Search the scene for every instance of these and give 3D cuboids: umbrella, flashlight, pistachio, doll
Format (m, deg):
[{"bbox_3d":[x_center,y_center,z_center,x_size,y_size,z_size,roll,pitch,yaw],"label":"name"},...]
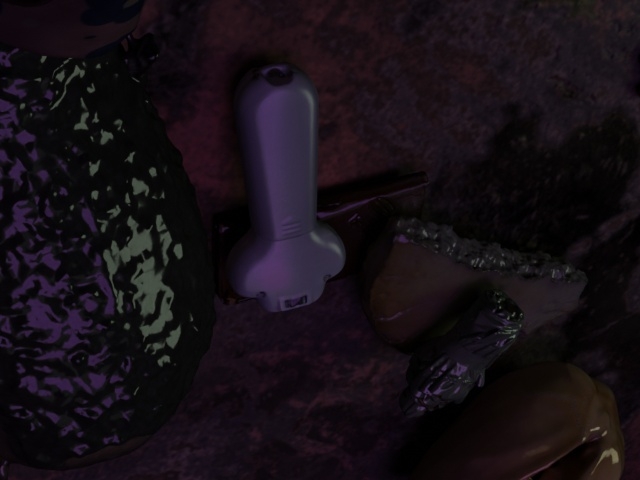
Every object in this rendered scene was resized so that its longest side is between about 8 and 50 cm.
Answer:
[{"bbox_3d":[0.116,0.100,1.267,0.143,0.062,0.067,-48,175,26],"label":"umbrella"},{"bbox_3d":[-0.031,-0.040,1.111,0.093,0.047,0.200,-14,123,-17],"label":"flashlight"},{"bbox_3d":[0.182,0.211,1.424,0.229,0.157,0.157,-38,138,15],"label":"pistachio"},{"bbox_3d":[-0.197,-0.024,0.924,0.247,0.247,0.349,-18,127,-15],"label":"doll"}]

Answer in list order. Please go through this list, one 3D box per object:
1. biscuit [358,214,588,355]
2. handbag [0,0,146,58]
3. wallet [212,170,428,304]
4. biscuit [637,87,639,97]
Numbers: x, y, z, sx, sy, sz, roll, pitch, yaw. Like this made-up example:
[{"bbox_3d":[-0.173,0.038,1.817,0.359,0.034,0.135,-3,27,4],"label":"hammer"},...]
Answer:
[{"bbox_3d":[0.120,0.054,1.292,0.290,0.038,0.141,13,130,-45],"label":"biscuit"},{"bbox_3d":[-0.161,-0.216,0.708,0.251,0.193,0.190,25,73,-18],"label":"handbag"},{"bbox_3d":[0.000,0.000,1.198,0.176,0.026,0.095,-13,137,-19],"label":"wallet"},{"bbox_3d":[0.304,-0.146,1.248,0.092,0.016,0.082,-39,132,5],"label":"biscuit"}]
